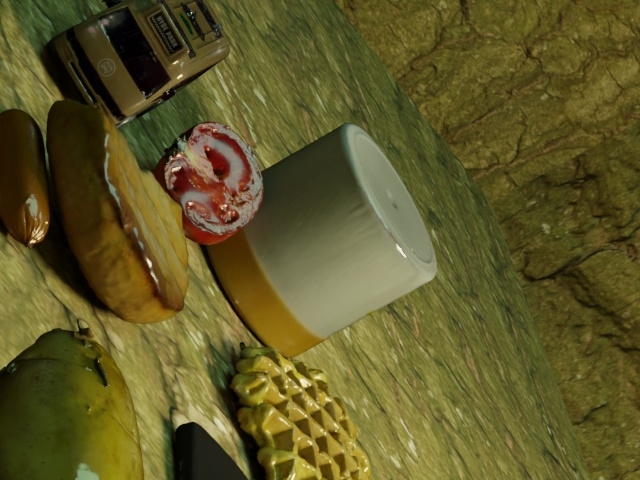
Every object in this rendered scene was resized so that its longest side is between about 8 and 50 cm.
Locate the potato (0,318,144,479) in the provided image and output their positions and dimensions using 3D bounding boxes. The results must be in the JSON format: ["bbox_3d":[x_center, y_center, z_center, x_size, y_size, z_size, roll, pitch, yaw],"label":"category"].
[{"bbox_3d":[-0.211,0.198,1.455,0.173,0.140,0.300,59,17,-47],"label":"potato"}]

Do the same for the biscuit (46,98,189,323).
[{"bbox_3d":[-0.215,-0.018,1.915,0.274,0.091,0.213,64,12,-57],"label":"biscuit"}]

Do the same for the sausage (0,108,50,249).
[{"bbox_3d":[-0.303,-0.070,1.826,0.062,0.054,0.183,13,42,-25],"label":"sausage"}]

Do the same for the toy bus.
[{"bbox_3d":[-0.214,-0.235,2.231,0.139,0.157,0.289,59,14,-4],"label":"toy bus"}]

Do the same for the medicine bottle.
[{"bbox_3d":[0.000,0.000,2.362,0.238,0.232,0.238,55,15,-23],"label":"medicine bottle"}]

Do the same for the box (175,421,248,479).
[{"bbox_3d":[-0.111,0.268,1.898,0.126,0.027,0.125,52,19,-34],"label":"box"}]

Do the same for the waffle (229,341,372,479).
[{"bbox_3d":[-0.010,0.251,2.196,0.329,0.062,0.329,53,17,-24],"label":"waffle"}]

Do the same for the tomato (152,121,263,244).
[{"bbox_3d":[-0.154,-0.063,2.255,0.139,0.091,0.159,44,46,-15],"label":"tomato"}]
